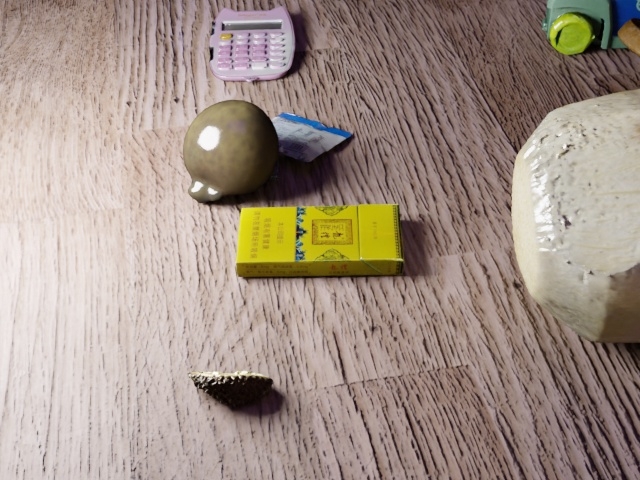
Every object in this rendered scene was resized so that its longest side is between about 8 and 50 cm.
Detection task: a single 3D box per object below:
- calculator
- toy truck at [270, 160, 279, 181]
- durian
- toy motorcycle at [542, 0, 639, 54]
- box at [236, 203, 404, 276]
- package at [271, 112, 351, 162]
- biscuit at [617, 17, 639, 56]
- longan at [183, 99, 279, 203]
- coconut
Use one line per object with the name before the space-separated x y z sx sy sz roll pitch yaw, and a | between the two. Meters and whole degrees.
calculator | -0.153 -0.434 2.221 0.194 0.043 0.294 -1 43 -1
toy truck | -0.094 -0.141 1.873 0.032 0.024 0.083 -7 40 5
durian | -0.133 0.202 1.441 0.130 0.052 0.066 3 37 6
toy motorcycle | 0.659 -0.531 2.183 0.327 0.200 0.191 3 39 9
box | -0.001 0.000 1.691 0.279 0.041 0.153 -1 38 1
package | -0.050 -0.204 1.935 0.171 0.027 0.173 19 31 27
biscuit | 0.769 -0.334 1.981 0.314 0.063 0.367 5 33 -36
longan | -0.167 -0.156 1.798 0.185 0.159 0.204 37 91 36
coconut | 0.495 -0.040 1.465 0.415 0.415 0.344 0 -4 2
